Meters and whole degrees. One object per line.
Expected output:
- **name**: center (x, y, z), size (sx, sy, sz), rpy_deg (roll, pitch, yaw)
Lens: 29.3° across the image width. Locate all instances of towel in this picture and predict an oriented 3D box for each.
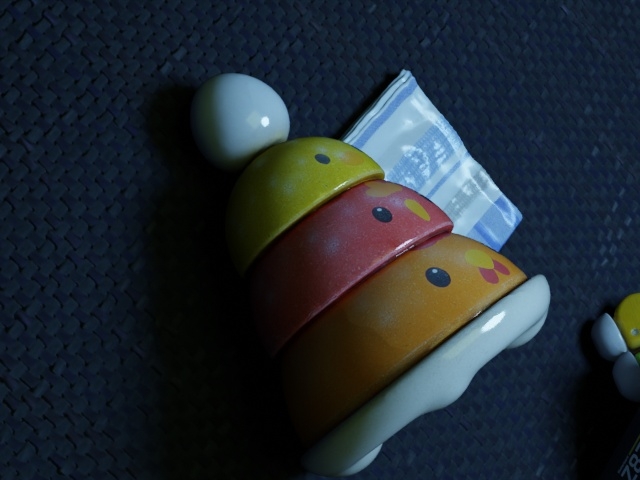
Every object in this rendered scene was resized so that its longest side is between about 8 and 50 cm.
- **towel**: center (0.145, -0.069, 1.666), size (0.285, 0.034, 0.209), rpy_deg (51, 57, -13)

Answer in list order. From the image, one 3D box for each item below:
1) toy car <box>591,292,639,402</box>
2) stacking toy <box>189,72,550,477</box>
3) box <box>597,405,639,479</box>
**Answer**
- **toy car**: center (0.491, 0.167, 1.770), size (0.136, 0.159, 0.182), rpy_deg (67, 2, -46)
- **stacking toy**: center (0.000, 0.000, 1.429), size (0.350, 0.350, 0.480), rpy_deg (-32, 80, -35)
- **box**: center (0.597, 0.293, 1.726), size (0.395, 0.097, 0.318), rpy_deg (8, 118, -31)
